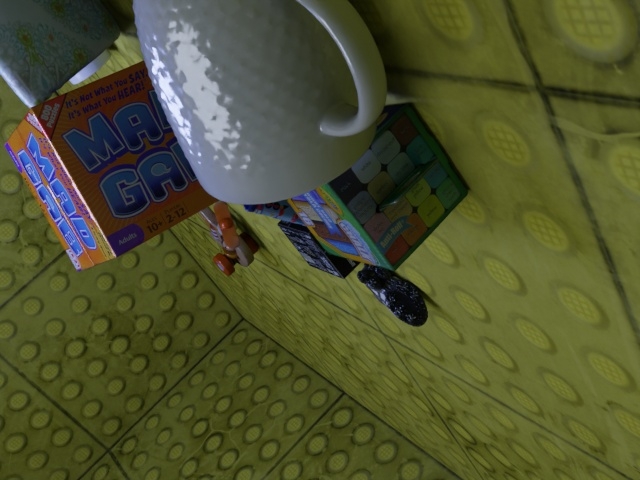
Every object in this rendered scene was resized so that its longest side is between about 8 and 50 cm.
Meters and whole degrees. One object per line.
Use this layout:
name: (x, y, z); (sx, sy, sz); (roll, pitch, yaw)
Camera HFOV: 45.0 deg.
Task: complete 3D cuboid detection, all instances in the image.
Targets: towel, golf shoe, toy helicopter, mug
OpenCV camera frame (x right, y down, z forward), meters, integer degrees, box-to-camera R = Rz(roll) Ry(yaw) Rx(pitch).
towel: (-0.655, -0.519, 1.768); (0.090, 0.374, 0.320); (-23, 116, 35)
golf shoe: (0.171, 0.122, 1.719); (0.198, 0.077, 0.094); (46, 178, 29)
toy helicopter: (-0.346, -0.057, 2.531); (0.355, 0.140, 0.235); (49, 163, -1)
mug: (-0.065, -0.244, 0.988); (0.374, 0.276, 0.328); (24, 146, 44)

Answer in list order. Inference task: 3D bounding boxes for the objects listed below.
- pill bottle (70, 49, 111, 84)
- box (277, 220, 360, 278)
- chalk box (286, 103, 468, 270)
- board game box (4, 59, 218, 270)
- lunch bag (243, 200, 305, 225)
pill bottle: (-0.702, -0.574, 2.067); (0.283, 0.161, 0.161); (54, 164, -28)
box: (0.000, 0.000, 1.825); (0.147, 0.077, 0.180); (52, 164, -23)
chalk box: (0.084, -0.082, 1.173); (0.179, 0.180, 0.289); (52, 166, -21)
board game box: (-0.468, -0.178, 1.828); (0.356, 0.356, 0.357); (-12, 108, 59)
lunch bag: (-0.057, -0.126, 1.435); (0.220, 0.138, 0.293); (14, -169, -25)
